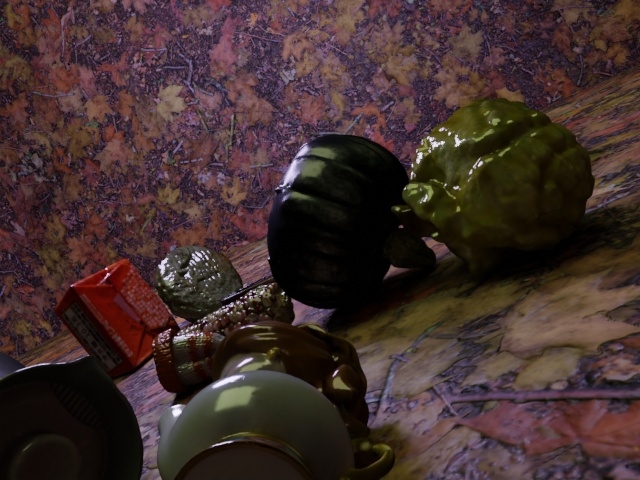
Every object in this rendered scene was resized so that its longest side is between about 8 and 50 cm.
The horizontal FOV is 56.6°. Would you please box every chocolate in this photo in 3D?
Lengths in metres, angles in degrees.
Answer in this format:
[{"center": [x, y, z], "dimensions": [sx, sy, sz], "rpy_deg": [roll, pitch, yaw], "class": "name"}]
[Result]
[{"center": [-0.487, 0.187, 1.430], "dimensions": [0.108, 0.237, 0.235], "rpy_deg": [-34, 5, 19], "class": "chocolate"}]

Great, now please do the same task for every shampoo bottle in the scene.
[{"center": [-0.160, 0.137, 1.299], "dimensions": [0.236, 0.068, 0.067], "rpy_deg": [-26, 7, -17], "class": "shampoo bottle"}]

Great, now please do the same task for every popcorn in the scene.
[{"center": [0.239, -0.078, 0.831], "dimensions": [0.270, 0.224, 0.258], "rpy_deg": [-12, 22, 40], "class": "popcorn"}]

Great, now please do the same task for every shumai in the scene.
[{"center": [-0.314, 0.154, 1.481], "dimensions": [0.272, 0.222, 0.204], "rpy_deg": [-75, 9, -67], "class": "shumai"}]

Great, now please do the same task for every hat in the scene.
[{"center": [-0.183, 0.187, 0.964], "dimensions": [0.162, 0.112, 0.094], "rpy_deg": [-16, 35, 2], "class": "hat"}]

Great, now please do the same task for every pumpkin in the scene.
[{"center": [0.054, -0.019, 0.968], "dimensions": [0.295, 0.296, 0.296], "rpy_deg": [-26, 7, 4], "class": "pumpkin"}]

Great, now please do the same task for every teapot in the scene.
[{"center": [-0.382, 0.256, 0.647], "dimensions": [0.343, 0.253, 0.300], "rpy_deg": [-13, 48, 42], "class": "teapot"}]

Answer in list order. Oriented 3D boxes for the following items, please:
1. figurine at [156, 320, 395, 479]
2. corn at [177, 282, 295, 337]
[{"center": [-0.037, 0.151, 0.493], "dimensions": [0.189, 0.142, 0.263], "rpy_deg": [6, 9, 3], "class": "figurine"}, {"center": [-0.170, 0.159, 1.061], "dimensions": [0.280, 0.092, 0.092], "rpy_deg": [-25, 7, 17], "class": "corn"}]
